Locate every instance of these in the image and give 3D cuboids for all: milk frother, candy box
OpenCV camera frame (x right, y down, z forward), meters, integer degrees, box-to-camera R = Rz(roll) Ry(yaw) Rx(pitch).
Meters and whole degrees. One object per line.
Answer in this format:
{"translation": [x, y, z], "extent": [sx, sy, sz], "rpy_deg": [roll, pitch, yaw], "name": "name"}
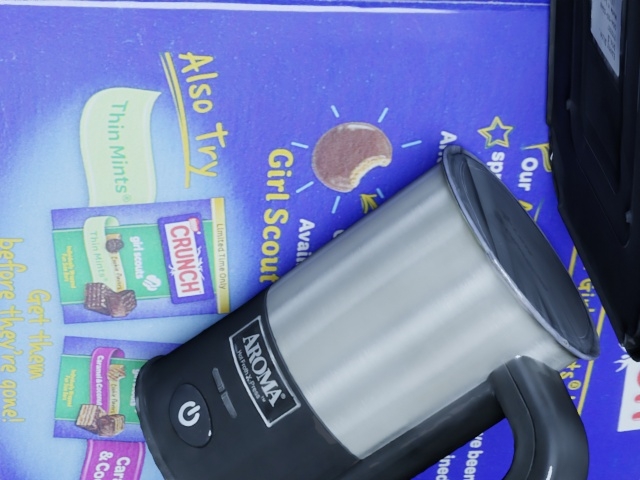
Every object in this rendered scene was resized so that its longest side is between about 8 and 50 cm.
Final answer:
{"translation": [0.036, 0.058, 0.598], "extent": [0.135, 0.129, 0.143], "rpy_deg": [-35, 167, 18], "name": "milk frother"}
{"translation": [0.000, 0.000, 0.674], "extent": [0.317, 0.122, 0.268], "rpy_deg": [1, 125, -8], "name": "candy box"}

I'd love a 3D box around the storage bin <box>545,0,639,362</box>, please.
{"translation": [0.120, -0.068, 0.498], "extent": [0.084, 0.122, 0.180], "rpy_deg": [-6, 122, -4], "name": "storage bin"}
